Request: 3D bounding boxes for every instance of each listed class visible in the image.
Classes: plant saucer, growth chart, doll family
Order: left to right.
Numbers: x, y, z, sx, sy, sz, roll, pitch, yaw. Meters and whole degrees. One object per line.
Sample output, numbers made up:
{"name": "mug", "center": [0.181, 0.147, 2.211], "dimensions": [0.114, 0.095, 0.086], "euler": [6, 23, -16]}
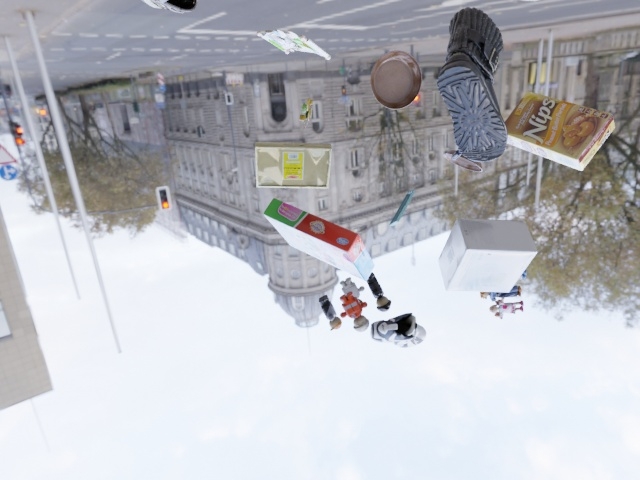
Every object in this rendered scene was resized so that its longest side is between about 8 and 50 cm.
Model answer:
{"name": "growth chart", "center": [-0.084, -0.591, 1.340], "dimensions": [0.237, 0.021, 0.171], "euler": [28, -167, 39]}
{"name": "plant saucer", "center": [0.267, -0.573, 1.604], "dimensions": [0.198, 0.199, 0.036], "euler": [-9, -163, -13]}
{"name": "plant saucer", "center": [0.364, -0.144, 1.976], "dimensions": [0.192, 0.018, 0.067], "euler": [-59, -172, -24]}
{"name": "plant saucer", "center": [0.587, -0.329, 1.827], "dimensions": [0.168, 0.029, 0.168], "euler": [25, -176, -2]}
{"name": "doll family", "center": [0.753, 0.195, 1.871], "dimensions": [0.163, 0.263, 0.118], "euler": [-5, -154, 8]}

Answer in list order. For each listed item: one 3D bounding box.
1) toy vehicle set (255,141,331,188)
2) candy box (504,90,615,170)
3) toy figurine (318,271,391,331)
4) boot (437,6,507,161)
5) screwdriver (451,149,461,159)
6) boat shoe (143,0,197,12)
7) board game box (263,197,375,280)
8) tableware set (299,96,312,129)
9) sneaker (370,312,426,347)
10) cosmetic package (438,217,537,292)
{"name": "toy vehicle set", "center": [-0.098, -0.266, 1.590], "dimensions": [0.266, 0.166, 0.035], "euler": [0, -140, -7]}
{"name": "candy box", "center": [0.817, -0.390, 1.568], "dimensions": [0.087, 0.183, 0.316], "euler": [32, -175, -47]}
{"name": "toy figurine", "center": [0.122, 0.229, 1.600], "dimensions": [0.213, 0.148, 0.209], "euler": [-35, -169, -40]}
{"name": "boot", "center": [0.427, -0.412, 1.203], "dimensions": [0.131, 0.348, 0.260], "euler": [-3, -129, 32]}
{"name": "screwdriver", "center": [0.489, -0.313, 1.527], "dimensions": [0.024, 0.025, 0.170], "euler": [-31, 176, -10]}
{"name": "boat shoe", "center": [-0.358, -0.579, 0.934], "dimensions": [0.130, 0.133, 0.355], "euler": [20, -165, 3]}
{"name": "board game box", "center": [0.000, 0.000, 1.408], "dimensions": [0.316, 0.242, 0.064], "euler": [25, -105, 27]}
{"name": "tableware set", "center": [-0.053, -0.475, 1.630], "dimensions": [0.024, 0.104, 0.154], "euler": [11, -144, 5]}
{"name": "sneaker", "center": [0.301, 0.303, 1.507], "dimensions": [0.234, 0.094, 0.153], "euler": [18, 154, -26]}
{"name": "cosmetic package", "center": [0.532, 0.053, 1.449], "dimensions": [0.224, 0.224, 0.138], "euler": [1, -130, -5]}
